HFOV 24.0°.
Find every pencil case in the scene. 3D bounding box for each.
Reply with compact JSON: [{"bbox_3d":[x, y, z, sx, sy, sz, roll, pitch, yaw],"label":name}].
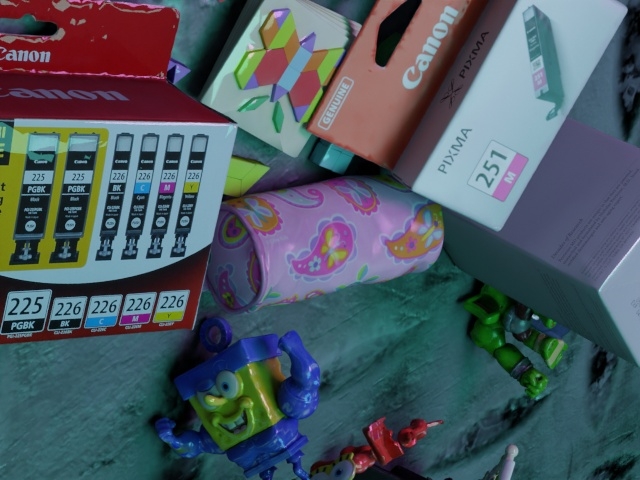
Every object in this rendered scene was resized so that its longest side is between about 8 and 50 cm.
[{"bbox_3d":[0.000,0.000,1.587,0.284,0.124,0.124,-14,122,-40],"label":"pencil case"}]

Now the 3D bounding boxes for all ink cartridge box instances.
[{"bbox_3d":[0.153,-0.176,1.550,0.239,0.060,0.275,23,101,-31],"label":"ink cartridge box"},{"bbox_3d":[-0.239,-0.061,1.264,0.309,0.130,0.271,-3,115,-38],"label":"ink cartridge box"}]

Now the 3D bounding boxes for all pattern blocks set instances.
[{"bbox_3d":[-0.036,-0.171,1.491,0.325,0.026,0.285,3,116,-49],"label":"pattern blocks set"}]

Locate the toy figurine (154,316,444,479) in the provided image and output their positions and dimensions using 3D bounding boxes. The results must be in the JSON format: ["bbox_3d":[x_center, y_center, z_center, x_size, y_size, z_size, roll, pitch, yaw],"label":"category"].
[{"bbox_3d":[-0.077,0.186,1.610,0.362,0.217,0.191,-31,174,35],"label":"toy figurine"}]

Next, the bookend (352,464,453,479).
[{"bbox_3d":[0.092,0.318,1.886,0.072,0.156,0.157,-64,-176,4],"label":"bookend"}]

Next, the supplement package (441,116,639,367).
[{"bbox_3d":[0.280,-0.021,1.721,0.175,0.293,0.177,-50,139,-11],"label":"supplement package"}]

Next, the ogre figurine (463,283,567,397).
[{"bbox_3d":[0.249,0.088,1.885,0.097,0.118,0.197,-43,145,-32],"label":"ogre figurine"}]

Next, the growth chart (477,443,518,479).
[{"bbox_3d":[0.174,0.360,1.849,0.237,0.021,0.172,-58,-172,47],"label":"growth chart"}]

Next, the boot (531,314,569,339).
[{"bbox_3d":[0.290,0.068,1.966,0.086,0.069,0.190,-44,130,10],"label":"boot"}]
